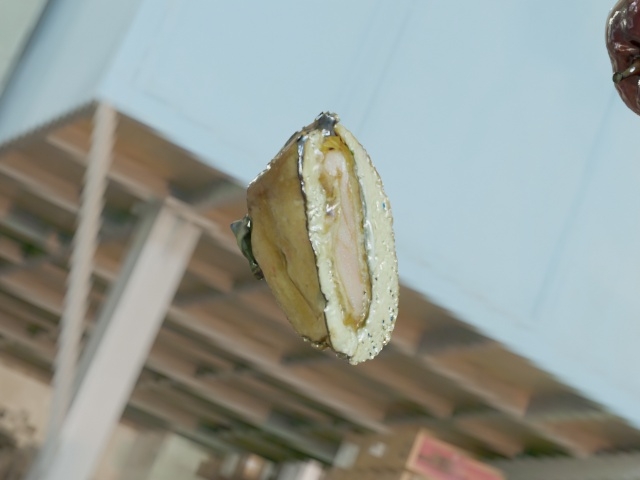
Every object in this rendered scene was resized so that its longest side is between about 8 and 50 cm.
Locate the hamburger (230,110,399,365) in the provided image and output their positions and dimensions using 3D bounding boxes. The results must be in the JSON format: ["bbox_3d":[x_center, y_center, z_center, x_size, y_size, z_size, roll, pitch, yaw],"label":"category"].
[{"bbox_3d":[-0.005,-0.005,1.329,0.102,0.087,0.176,3,-68,51],"label":"hamburger"}]

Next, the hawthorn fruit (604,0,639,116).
[{"bbox_3d":[0.311,-0.163,1.598,0.157,0.194,0.157,33,-48,45],"label":"hawthorn fruit"}]
